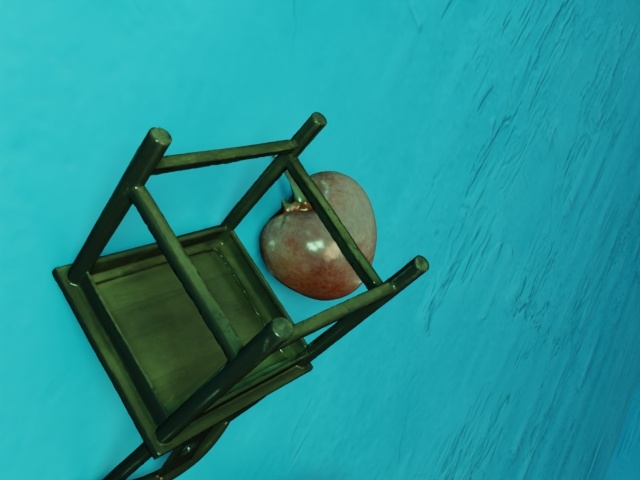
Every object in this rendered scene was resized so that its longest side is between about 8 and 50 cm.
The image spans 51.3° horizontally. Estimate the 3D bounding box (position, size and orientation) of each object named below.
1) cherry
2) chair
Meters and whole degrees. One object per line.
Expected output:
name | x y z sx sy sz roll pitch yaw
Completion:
cherry | 0.006 -0.003 0.562 0.126 0.086 0.106 33 79 -49
chair | -0.077 0.054 0.443 0.154 0.141 0.260 -18 160 -48
